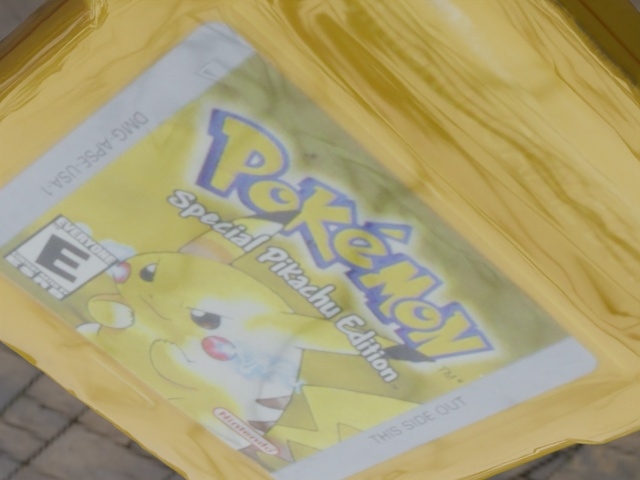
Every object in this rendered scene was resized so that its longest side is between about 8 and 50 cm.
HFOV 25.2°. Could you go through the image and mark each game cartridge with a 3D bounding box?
[{"bbox_3d":[0.000,0.000,0.575,0.285,0.053,0.323,41,135,-21],"label":"game cartridge"}]
